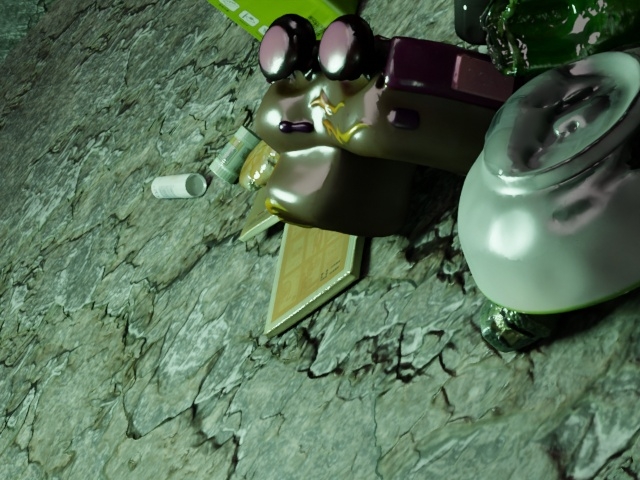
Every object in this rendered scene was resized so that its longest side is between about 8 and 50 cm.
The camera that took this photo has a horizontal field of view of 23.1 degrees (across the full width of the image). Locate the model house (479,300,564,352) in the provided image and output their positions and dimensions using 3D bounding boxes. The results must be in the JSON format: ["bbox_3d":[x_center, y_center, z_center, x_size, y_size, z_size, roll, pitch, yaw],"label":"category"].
[{"bbox_3d":[0.189,0.071,1.542,0.083,0.066,0.079,-35,29,38],"label":"model house"}]

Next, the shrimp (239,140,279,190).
[{"bbox_3d":[-0.013,-0.168,2.171,0.267,0.061,0.145,-48,13,4],"label":"shrimp"}]

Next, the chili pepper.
[{"bbox_3d":[0.276,-0.227,1.670,0.216,0.062,0.108,-2,83,13],"label":"chili pepper"}]

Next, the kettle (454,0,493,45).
[{"bbox_3d":[0.237,-0.430,1.828,0.377,0.250,0.361,-54,-27,-51],"label":"kettle"}]

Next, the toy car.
[{"bbox_3d":[0.068,-0.123,1.824,0.340,0.271,0.240,7,88,54],"label":"toy car"}]

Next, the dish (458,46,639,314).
[{"bbox_3d":[0.251,-0.087,1.481,0.324,0.124,0.324,-31,27,18],"label":"dish"}]

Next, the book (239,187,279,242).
[{"bbox_3d":[-0.042,-0.093,2.197,0.138,0.016,0.199,-31,27,40],"label":"book"}]

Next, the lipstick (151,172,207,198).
[{"bbox_3d":[-0.230,-0.087,2.521,0.141,0.040,0.040,-2,57,61],"label":"lipstick"}]

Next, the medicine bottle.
[{"bbox_3d":[-0.127,-0.130,2.386,0.083,0.047,0.047,-52,25,6],"label":"medicine bottle"}]

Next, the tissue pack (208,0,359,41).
[{"bbox_3d":[-0.078,-0.441,2.421,0.167,0.274,0.200,-31,33,40],"label":"tissue pack"}]

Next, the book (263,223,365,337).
[{"bbox_3d":[0.001,0.000,2.025,0.170,0.018,0.242,-36,29,35],"label":"book"}]
